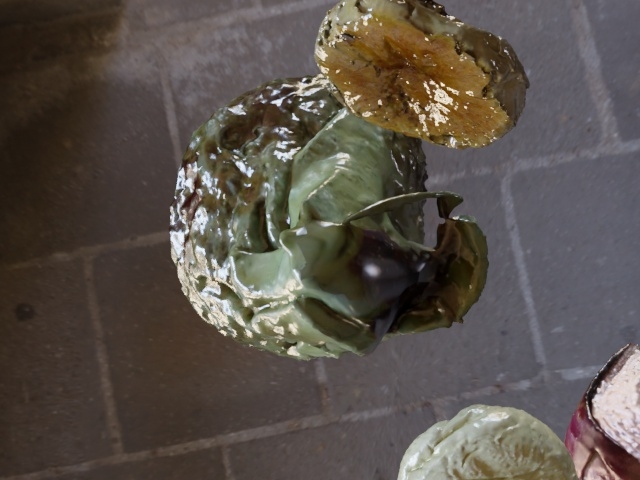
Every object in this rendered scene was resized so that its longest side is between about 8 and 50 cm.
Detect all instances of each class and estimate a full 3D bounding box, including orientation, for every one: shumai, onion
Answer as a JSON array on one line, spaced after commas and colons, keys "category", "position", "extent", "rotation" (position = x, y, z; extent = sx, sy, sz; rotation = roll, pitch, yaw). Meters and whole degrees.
[{"category": "shumai", "position": [0.000, 0.000, 1.124], "extent": [0.395, 0.348, 0.395], "rotation": [-4, 107, -13]}, {"category": "onion", "position": [0.442, 0.290, 1.202], "extent": [0.256, 0.230, 0.272], "rotation": [-14, 44, -16]}]

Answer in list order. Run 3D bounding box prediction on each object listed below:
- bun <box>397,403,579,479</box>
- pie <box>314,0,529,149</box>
[{"category": "bun", "position": [0.184, 0.281, 1.055], "extent": [0.221, 0.134, 0.220], "rotation": [-4, 114, -8]}, {"category": "pie", "position": [0.085, -0.148, 0.787], "extent": [0.195, 0.195, 0.046], "rotation": [20, 67, 8]}]
